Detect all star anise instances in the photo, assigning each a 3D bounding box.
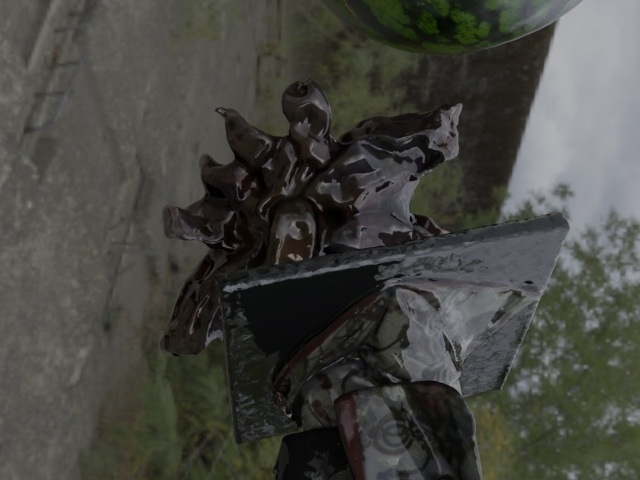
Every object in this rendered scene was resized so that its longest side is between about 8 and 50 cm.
[{"bbox_3d":[-0.003,0.007,0.583,0.099,0.214,0.220,-60,160,-83],"label":"star anise"}]

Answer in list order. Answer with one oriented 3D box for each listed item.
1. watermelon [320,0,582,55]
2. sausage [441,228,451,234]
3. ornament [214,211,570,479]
[{"bbox_3d":[0.101,-0.283,0.677,0.285,0.285,0.285,4,90,-88],"label":"watermelon"},{"bbox_3d":[0.095,0.021,0.745,0.062,0.154,0.062,-50,-150,43],"label":"sausage"},{"bbox_3d":[0.047,0.124,0.383,0.166,0.153,0.196,92,-13,-54],"label":"ornament"}]
